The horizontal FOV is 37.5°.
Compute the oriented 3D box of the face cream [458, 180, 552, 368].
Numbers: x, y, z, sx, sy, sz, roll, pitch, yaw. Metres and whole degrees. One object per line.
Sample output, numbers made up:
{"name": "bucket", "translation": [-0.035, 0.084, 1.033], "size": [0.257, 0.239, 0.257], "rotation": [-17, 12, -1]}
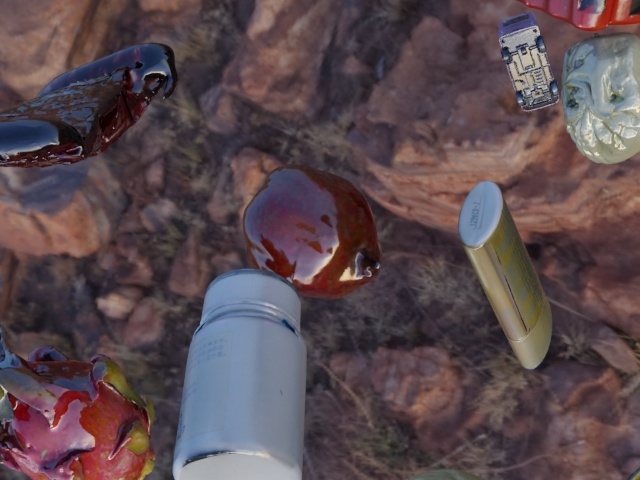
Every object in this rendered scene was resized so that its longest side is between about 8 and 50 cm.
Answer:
{"name": "face cream", "translation": [0.284, 0.056, 1.420], "size": [0.067, 0.285, 0.139], "rotation": [-8, 42, 29]}

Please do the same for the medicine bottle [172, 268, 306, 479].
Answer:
{"name": "medicine bottle", "translation": [-0.087, 0.166, 1.092], "size": [0.143, 0.143, 0.258], "rotation": [-32, 38, 32]}

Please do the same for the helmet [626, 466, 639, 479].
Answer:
{"name": "helmet", "translation": [0.481, 0.417, 1.305], "size": [0.205, 0.140, 0.257], "rotation": [33, 68, 12]}

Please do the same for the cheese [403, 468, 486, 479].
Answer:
{"name": "cheese", "translation": [0.132, 0.337, 0.919], "size": [0.226, 0.214, 0.117], "rotation": [49, 133, 33]}

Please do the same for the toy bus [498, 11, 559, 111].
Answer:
{"name": "toy bus", "translation": [0.453, -0.388, 2.057], "size": [0.096, 0.199, 0.108], "rotation": [-16, 35, 18]}

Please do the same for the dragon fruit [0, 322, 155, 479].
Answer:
{"name": "dragon fruit", "translation": [-0.390, 0.268, 1.393], "size": [0.227, 0.307, 0.243], "rotation": [-77, 3, -59]}

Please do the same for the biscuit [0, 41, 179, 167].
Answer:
{"name": "biscuit", "translation": [-0.213, -0.096, 0.749], "size": [0.151, 0.235, 0.063], "rotation": [-5, 115, 17]}

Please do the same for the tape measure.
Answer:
{"name": "tape measure", "translation": [0.469, -0.452, 1.605], "size": [0.253, 0.261, 0.114], "rotation": [47, 146, 49]}

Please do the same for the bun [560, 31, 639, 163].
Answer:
{"name": "bun", "translation": [0.482, -0.246, 1.625], "size": [0.229, 0.145, 0.229], "rotation": [172, 90, -67]}

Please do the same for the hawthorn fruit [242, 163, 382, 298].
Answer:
{"name": "hawthorn fruit", "translation": [0.000, 0.000, 1.449], "size": [0.248, 0.208, 0.208], "rotation": [34, 101, 36]}
